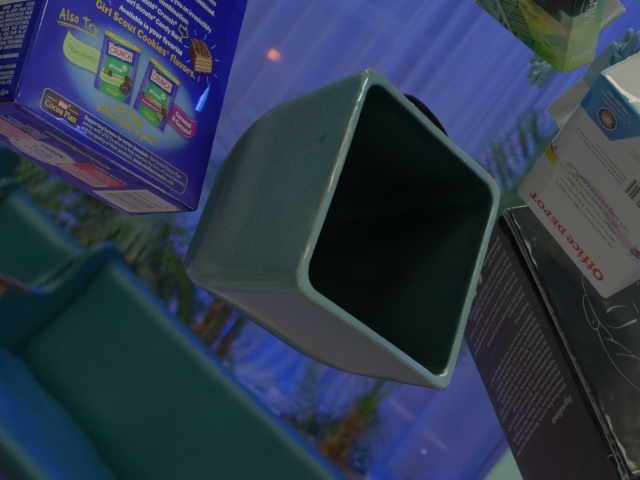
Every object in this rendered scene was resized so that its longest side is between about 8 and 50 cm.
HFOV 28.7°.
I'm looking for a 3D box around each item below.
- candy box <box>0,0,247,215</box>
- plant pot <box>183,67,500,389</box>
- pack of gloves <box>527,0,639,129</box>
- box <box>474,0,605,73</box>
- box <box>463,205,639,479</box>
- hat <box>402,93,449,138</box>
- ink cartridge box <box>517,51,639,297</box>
[{"bbox_3d":[-0.210,-0.221,1.282,0.122,0.317,0.268,1,-21,36],"label":"candy box"},{"bbox_3d":[0.000,0.000,1.337,0.252,0.247,0.248,-5,-32,44],"label":"plant pot"},{"bbox_3d":[0.485,-0.342,2.336,0.046,0.232,0.195,19,34,-45],"label":"pack of gloves"},{"bbox_3d":[0.244,-0.382,1.422,0.232,0.058,0.322,50,-27,38],"label":"box"},{"bbox_3d":[0.532,0.192,1.966,0.479,0.297,0.472,-6,53,-19],"label":"box"},{"bbox_3d":[0.109,-0.052,1.807,0.134,0.331,0.331,25,-6,44],"label":"hat"},{"bbox_3d":[0.431,-0.098,1.637,0.198,0.197,0.270,53,-31,17],"label":"ink cartridge box"}]
